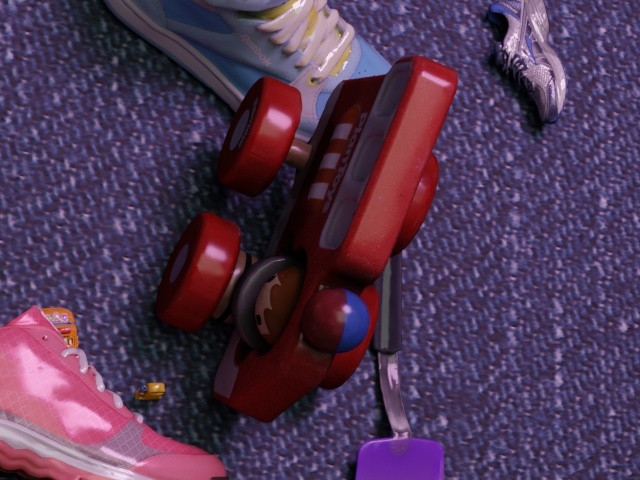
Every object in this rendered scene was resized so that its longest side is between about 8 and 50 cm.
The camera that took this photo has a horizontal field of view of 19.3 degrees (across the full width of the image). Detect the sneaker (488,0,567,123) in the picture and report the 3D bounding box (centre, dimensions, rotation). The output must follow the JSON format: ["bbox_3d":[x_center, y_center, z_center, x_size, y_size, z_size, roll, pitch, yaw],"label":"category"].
[{"bbox_3d":[0.191,-0.169,1.779,0.058,0.052,0.135,-10,70,-15],"label":"sneaker"}]

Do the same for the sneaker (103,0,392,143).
[{"bbox_3d":[-0.027,-0.192,1.600,0.319,0.208,0.127,31,63,-12],"label":"sneaker"}]

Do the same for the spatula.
[{"bbox_3d":[0.062,0.118,1.638,0.084,0.030,0.296,2,73,-20],"label":"spatula"}]

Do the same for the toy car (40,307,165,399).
[{"bbox_3d":[-0.178,0.089,1.541,0.122,0.040,0.060,15,68,-17],"label":"toy car"}]

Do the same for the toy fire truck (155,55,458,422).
[{"bbox_3d":[0.000,0.000,1.507,0.169,0.254,0.302,25,84,-14],"label":"toy fire truck"}]

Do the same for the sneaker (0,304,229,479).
[{"bbox_3d":[-0.208,0.123,1.465,0.314,0.116,0.136,18,77,-16],"label":"sneaker"}]
